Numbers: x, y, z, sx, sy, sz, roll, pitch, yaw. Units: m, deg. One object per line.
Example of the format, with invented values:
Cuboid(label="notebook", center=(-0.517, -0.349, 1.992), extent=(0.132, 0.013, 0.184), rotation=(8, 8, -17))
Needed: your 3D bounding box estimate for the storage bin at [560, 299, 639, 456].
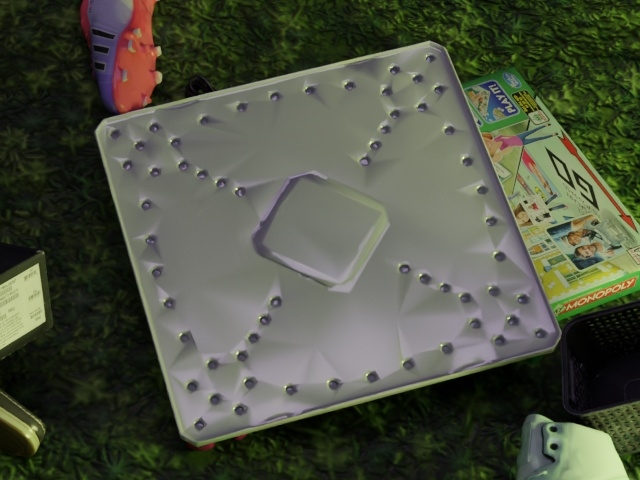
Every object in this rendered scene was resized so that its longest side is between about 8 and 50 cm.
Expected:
Cuboid(label="storage bin", center=(0.334, 0.127, 1.844), extent=(0.180, 0.084, 0.122), rotation=(-16, 45, 22))

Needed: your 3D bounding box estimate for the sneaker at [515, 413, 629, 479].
Cuboid(label="sneaker", center=(0.176, 0.243, 1.772), extent=(0.255, 0.094, 0.151), rotation=(-1, 55, -20))

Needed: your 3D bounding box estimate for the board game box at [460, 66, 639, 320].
Cuboid(label="board game box", center=(0.199, -0.044, 2.053), extent=(0.213, 0.046, 0.317), rotation=(-19, 54, -21))

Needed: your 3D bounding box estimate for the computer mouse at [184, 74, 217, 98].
Cuboid(label="computer mouse", center=(-0.162, -0.109, 2.076), extent=(0.106, 0.042, 0.193), rotation=(38, 50, 18))

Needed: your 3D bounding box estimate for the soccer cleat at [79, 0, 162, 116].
Cuboid(label="soccer cleat", center=(-0.237, -0.232, 2.159), extent=(0.095, 0.083, 0.248), rotation=(-15, 52, 20))

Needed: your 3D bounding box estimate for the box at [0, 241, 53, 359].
Cuboid(label="box", center=(-0.485, 0.091, 1.703), extent=(0.318, 0.097, 0.395), rotation=(9, 25, 29))

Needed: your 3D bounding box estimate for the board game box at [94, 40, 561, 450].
Cuboid(label="board game box", center=(0.000, 0.000, 1.933), extent=(0.390, 0.050, 0.390), rotation=(-14, 61, -9))

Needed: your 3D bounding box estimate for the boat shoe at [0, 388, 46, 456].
Cuboid(label="boat shoe", center=(-0.349, 0.129, 1.826), extent=(0.223, 0.080, 0.073), rotation=(27, 57, 22))
